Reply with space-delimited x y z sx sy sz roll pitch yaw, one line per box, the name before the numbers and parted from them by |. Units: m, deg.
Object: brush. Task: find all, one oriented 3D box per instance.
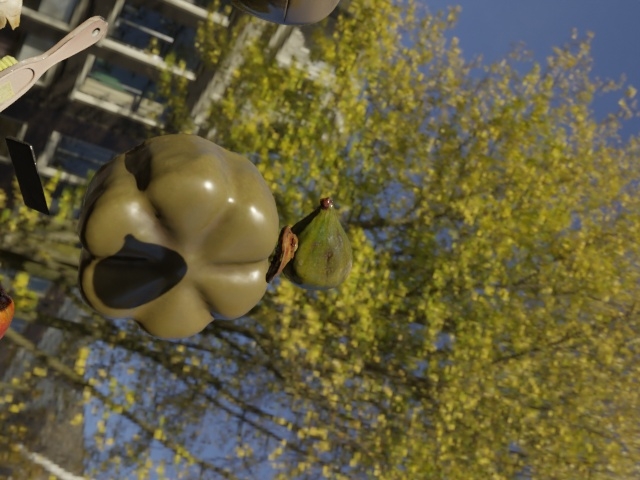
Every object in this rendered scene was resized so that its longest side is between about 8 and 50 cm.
brush | -0.497 -0.302 1.504 0.313 0.067 0.072 -40 164 -20

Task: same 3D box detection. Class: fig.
fig | -0.001 -0.005 1.581 0.126 0.133 0.185 -99 -162 -71

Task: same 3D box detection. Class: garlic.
garlic | -0.467 -0.340 1.190 0.084 0.152 0.066 -40 -156 28

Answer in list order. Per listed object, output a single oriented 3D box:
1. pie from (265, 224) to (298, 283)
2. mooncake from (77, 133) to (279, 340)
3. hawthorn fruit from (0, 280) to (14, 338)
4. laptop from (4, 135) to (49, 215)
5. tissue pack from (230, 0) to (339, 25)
pie | -0.058 0.024 1.318 0.191 0.033 0.088 157 -42 -88
mooncake | -0.318 0.002 1.999 0.467 0.467 0.262 -59 -155 22
hawthorn fruit | -0.743 0.155 1.806 0.225 0.196 0.196 -35 -141 9
laptop | -0.743 -0.165 2.269 0.135 0.016 0.197 20 -52 42
tissue pack | -0.044 -0.659 1.908 0.387 0.277 0.267 106 -3 -55
